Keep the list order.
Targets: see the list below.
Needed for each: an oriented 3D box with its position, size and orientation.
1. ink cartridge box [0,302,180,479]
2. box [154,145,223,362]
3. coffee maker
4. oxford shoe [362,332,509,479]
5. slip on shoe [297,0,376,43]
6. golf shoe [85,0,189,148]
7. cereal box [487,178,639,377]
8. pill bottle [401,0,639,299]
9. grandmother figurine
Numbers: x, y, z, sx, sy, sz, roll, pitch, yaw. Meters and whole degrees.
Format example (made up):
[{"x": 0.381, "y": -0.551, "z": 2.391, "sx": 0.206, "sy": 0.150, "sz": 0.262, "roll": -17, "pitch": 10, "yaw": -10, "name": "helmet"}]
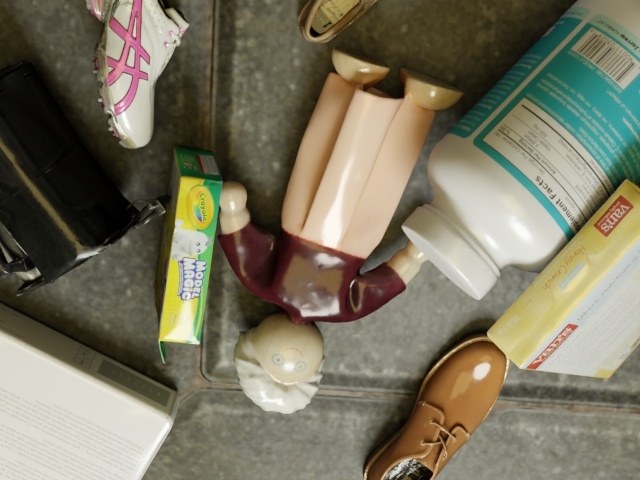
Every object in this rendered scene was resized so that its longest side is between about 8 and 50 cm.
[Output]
[{"x": -0.330, "y": 0.200, "z": 1.127, "sx": 0.296, "sy": 0.066, "sz": 0.261, "roll": 29, "pitch": 106, "yaw": -8, "name": "ink cartridge box"}, {"x": -0.124, "y": 0.014, "z": 1.044, "sx": 0.043, "sy": 0.105, "sz": 0.179, "roll": 8, "pitch": 108, "yaw": -13, "name": "box"}, {"x": -0.249, "y": -0.067, "z": 1.015, "sx": 0.171, "sy": 0.120, "sz": 0.178, "roll": -32, "pitch": 104, "yaw": 8, "name": "coffee maker"}, {"x": 0.119, "y": 0.186, "z": 1.117, "sx": 0.076, "sy": 0.076, "sz": 0.212, "roll": 31, "pitch": 104, "yaw": -7, "name": "oxford shoe"}, {"x": 0.032, "y": -0.227, "z": 1.000, "sx": 0.135, "sy": 0.041, "sz": 0.051, "roll": -42, "pitch": 103, "yaw": 12, "name": "slip on shoe"}, {"x": -0.158, "y": -0.172, "z": 1.005, "sx": 0.086, "sy": 0.067, "sz": 0.186, "roll": -3, "pitch": 108, "yaw": 0, "name": "golf shoe"}, {"x": 0.258, "y": 0.042, "z": 0.998, "sx": 0.173, "sy": 0.240, "sz": 0.047, "roll": -50, "pitch": 61, "yaw": 14, "name": "cereal box"}, {"x": 0.192, "y": -0.075, "z": 0.964, "sx": 0.264, "sy": 0.146, "sz": 0.146, "roll": -45, "pitch": 103, "yaw": -2, "name": "pill bottle"}, {"x": 0.000, "y": 0.000, "z": 1.046, "sx": 0.207, "sy": 0.104, "sz": 0.342, "roll": 20, "pitch": 104, "yaw": 3, "name": "grandmother figurine"}]
